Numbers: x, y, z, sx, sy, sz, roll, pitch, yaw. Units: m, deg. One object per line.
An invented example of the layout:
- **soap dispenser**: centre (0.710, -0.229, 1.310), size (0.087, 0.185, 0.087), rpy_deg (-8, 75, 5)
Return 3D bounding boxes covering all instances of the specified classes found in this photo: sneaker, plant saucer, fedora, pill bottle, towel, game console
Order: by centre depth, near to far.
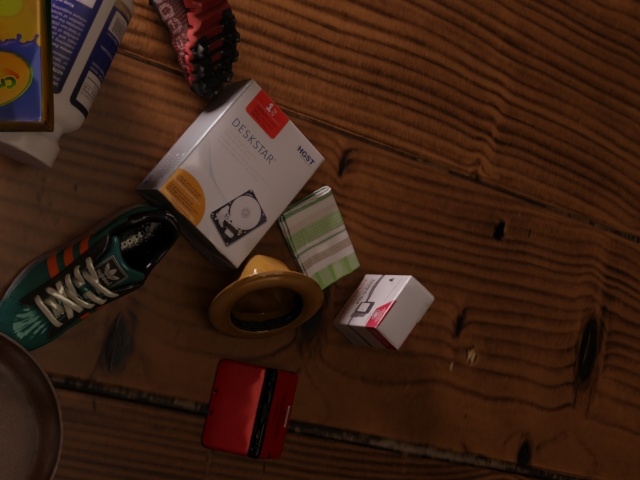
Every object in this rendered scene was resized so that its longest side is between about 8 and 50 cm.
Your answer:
- **plant saucer**: centre (-0.501, 0.260, 1.434), size (0.311, 0.050, 0.310), rpy_deg (6, 71, -18)
- **pill bottle**: centre (-0.374, -0.240, 1.481), size (0.153, 0.153, 0.264), rpy_deg (28, 77, -28)
- **sneaker**: centre (-0.328, 0.048, 1.535), size (0.302, 0.121, 0.108), rpy_deg (-43, 111, -22)
- **sneaker**: centre (-0.199, -0.351, 1.617), size (0.098, 0.135, 0.276), rpy_deg (-34, 132, -38)
- **fedora**: centre (-0.089, 0.080, 1.676), size (0.194, 0.194, 0.079), rpy_deg (6, 52, -31)
- **game console**: centre (-0.111, 0.271, 1.734), size (0.124, 0.085, 0.143), rpy_deg (22, 80, -61)
- **towel**: centre (0.000, 0.000, 1.786), size (0.113, 0.023, 0.152), rpy_deg (-30, 106, -26)

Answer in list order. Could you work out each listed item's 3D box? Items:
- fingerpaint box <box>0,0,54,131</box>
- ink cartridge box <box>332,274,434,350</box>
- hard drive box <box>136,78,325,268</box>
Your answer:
- **fingerpaint box**: centre (-0.552, -0.315, 1.291), size (0.445, 0.163, 0.370), rpy_deg (-2, 92, -9)
- **ink cartridge box**: centre (0.100, 0.116, 1.776), size (0.063, 0.150, 0.109), rpy_deg (43, 71, -20)
- **hard drive box**: centre (-0.136, -0.102, 1.664), size (0.181, 0.089, 0.232), rpy_deg (46, 69, -24)
